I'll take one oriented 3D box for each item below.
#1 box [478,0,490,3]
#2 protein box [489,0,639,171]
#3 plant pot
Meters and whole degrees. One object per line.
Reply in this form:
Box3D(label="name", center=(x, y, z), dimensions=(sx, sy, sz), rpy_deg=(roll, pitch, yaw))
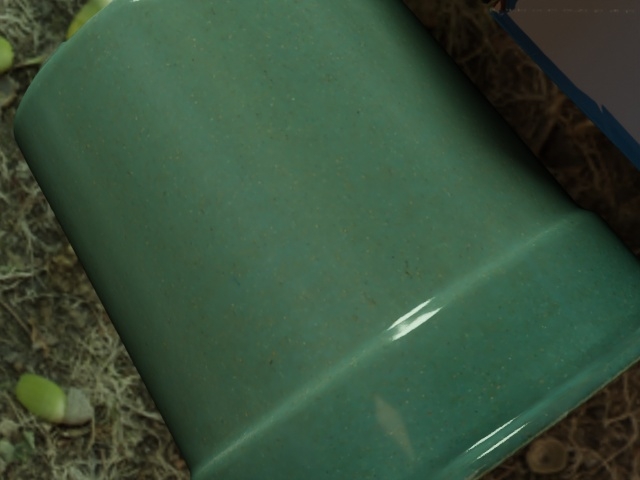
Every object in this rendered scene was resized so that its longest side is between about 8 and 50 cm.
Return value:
Box3D(label="box", center=(0.141, -0.373, 0.727), dimensions=(0.395, 0.097, 0.318), rpy_deg=(-44, 46, 20))
Box3D(label="protein box", center=(0.229, -0.118, 0.786), dimensions=(0.136, 0.201, 0.200), rpy_deg=(-44, 88, 20))
Box3D(label="plant pot", center=(0.000, 0.000, 0.829), dimensions=(0.341, 0.341, 0.334), rpy_deg=(-36, 82, 20))
